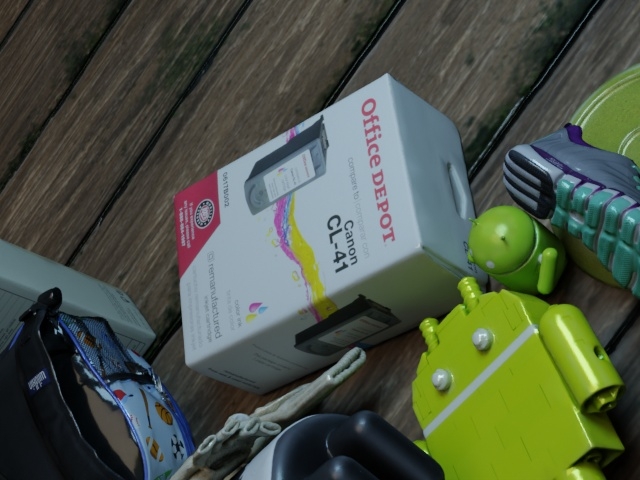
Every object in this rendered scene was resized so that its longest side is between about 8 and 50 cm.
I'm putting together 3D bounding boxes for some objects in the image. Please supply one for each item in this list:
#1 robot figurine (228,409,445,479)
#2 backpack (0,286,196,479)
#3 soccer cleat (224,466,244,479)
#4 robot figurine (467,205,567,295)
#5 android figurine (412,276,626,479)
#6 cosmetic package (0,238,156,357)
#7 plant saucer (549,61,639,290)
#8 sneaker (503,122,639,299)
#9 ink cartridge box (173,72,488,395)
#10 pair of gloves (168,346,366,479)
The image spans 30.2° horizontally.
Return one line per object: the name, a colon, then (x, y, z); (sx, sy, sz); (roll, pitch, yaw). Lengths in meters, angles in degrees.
robot figurine: (-0.007, 0.265, 1.059); (0.278, 0.209, 0.173); (-47, 56, 40)
backpack: (-0.264, 0.239, 1.288); (0.276, 0.213, 0.263); (-50, 57, 17)
soccer cleat: (-0.115, 0.326, 1.218); (0.068, 0.076, 0.196); (5, 72, 42)
robot figurine: (0.181, 0.009, 1.090); (0.101, 0.115, 0.067); (29, 88, 45)
android figurine: (0.162, 0.157, 1.047); (0.248, 0.056, 0.272); (-50, 45, 34)
cosmetic package: (-0.365, 0.099, 1.384); (0.160, 0.309, 0.113); (-52, 46, 8)
plant saucer: (0.306, -0.072, 1.079); (0.241, 0.037, 0.240); (-19, 57, 33)
sneaker: (0.266, -0.030, 1.017); (0.098, 0.083, 0.224); (-33, 59, -25)
ink cartridge box: (0.000, 0.000, 1.245); (0.306, 0.131, 0.226); (-29, 52, 29)
pair of gloves: (-0.076, 0.192, 1.142); (0.042, 0.240, 0.204); (51, 134, 8)
